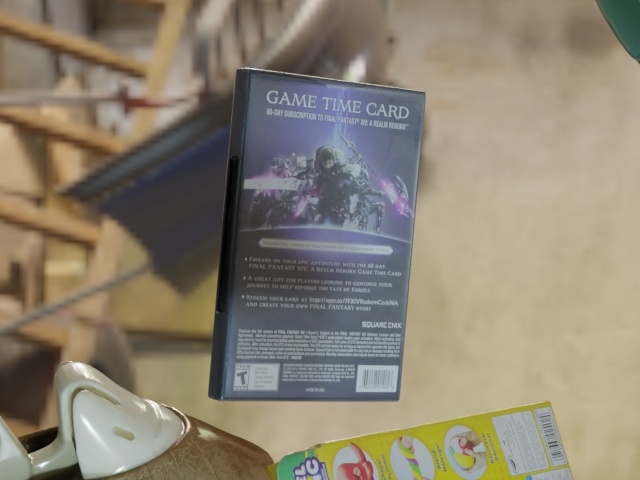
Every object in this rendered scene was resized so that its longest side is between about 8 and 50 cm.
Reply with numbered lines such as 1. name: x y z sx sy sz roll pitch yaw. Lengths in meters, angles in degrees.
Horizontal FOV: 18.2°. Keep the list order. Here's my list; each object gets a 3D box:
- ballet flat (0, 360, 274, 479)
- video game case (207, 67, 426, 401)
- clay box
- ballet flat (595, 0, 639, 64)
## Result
1. ballet flat: -0.195 0.146 1.281 0.116 0.342 0.124 -129 -149 -64
2. video game case: 0.000 0.000 1.697 0.196 0.026 0.274 4 91 -38
3. clay box: 0.059 0.168 1.112 0.222 0.053 0.127 -5 74 -42
4. ballet flat: 0.317 -0.173 1.774 0.248 0.086 0.086 66 5 12
